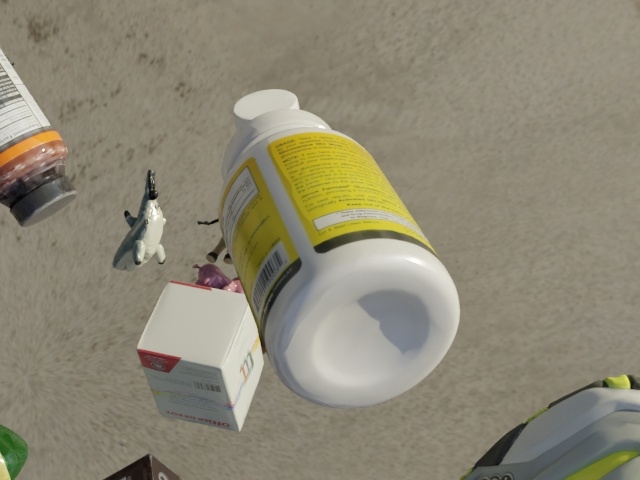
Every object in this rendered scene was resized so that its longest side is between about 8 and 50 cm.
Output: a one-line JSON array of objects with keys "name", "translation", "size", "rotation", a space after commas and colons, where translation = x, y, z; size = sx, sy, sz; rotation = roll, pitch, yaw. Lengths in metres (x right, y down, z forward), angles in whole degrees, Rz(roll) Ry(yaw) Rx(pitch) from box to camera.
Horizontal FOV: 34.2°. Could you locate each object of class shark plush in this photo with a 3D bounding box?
[{"name": "shark plush", "translation": [-0.281, -0.027, 1.599], "size": [0.067, 0.073, 0.161], "rotation": [15, 108, 25]}]

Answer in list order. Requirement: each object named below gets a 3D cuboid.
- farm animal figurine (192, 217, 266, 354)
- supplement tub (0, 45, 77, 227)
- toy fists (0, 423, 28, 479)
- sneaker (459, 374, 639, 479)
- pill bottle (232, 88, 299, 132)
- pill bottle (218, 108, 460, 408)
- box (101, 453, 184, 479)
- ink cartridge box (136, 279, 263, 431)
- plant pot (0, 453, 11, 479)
[{"name": "farm animal figurine", "translation": [-0.055, 0.092, 1.890], "size": [0.327, 0.330, 0.172], "rotation": [17, 50, 12]}, {"name": "supplement tub", "translation": [-0.339, -0.113, 1.095], "size": [0.106, 0.106, 0.197], "rotation": [-33, 90, -17]}, {"name": "toy fists", "translation": [-0.497, 0.310, 1.437], "size": [0.142, 0.279, 0.096], "rotation": [24, 91, -1]}, {"name": "sneaker", "translation": [0.092, 0.237, 0.639], "size": [0.145, 0.147, 0.385], "rotation": [32, 118, -28]}, {"name": "pill bottle", "translation": [-0.069, -0.116, 1.654], "size": [0.131, 0.131, 0.229], "rotation": [-22, 126, -17]}, {"name": "pill bottle", "translation": [0.000, 0.000, 1.080], "size": [0.188, 0.334, 0.187], "rotation": [-9, 127, -13]}, {"name": "box", "translation": [-0.151, 0.414, 1.157], "size": [0.191, 0.143, 0.381], "rotation": [-31, 133, 10]}, {"name": "ink cartridge box", "translation": [-0.165, 0.166, 1.475], "size": [0.128, 0.176, 0.127], "rotation": [10, 51, 12]}, {"name": "plant pot", "translation": [-0.370, 0.244, 1.007], "size": [0.095, 0.134, 0.134], "rotation": [-21, 89, -39]}]
